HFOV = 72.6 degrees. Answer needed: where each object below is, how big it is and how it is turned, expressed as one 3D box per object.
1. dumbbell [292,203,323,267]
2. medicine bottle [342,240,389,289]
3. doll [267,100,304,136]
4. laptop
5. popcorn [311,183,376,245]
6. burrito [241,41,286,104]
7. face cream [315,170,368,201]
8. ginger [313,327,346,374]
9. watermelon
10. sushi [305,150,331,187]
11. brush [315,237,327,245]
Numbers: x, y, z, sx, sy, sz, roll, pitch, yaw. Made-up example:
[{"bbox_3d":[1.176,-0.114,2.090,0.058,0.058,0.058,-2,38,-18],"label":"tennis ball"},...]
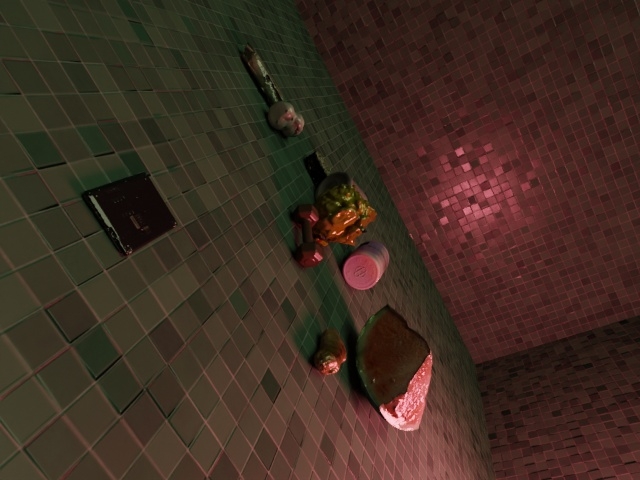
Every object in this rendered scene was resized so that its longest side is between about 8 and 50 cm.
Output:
[{"bbox_3d":[-0.044,-0.018,1.437,0.092,0.082,0.231,45,29,-42],"label":"dumbbell"},{"bbox_3d":[0.190,0.096,1.787,0.152,0.152,0.254,64,19,-3],"label":"medicine bottle"},{"bbox_3d":[-0.128,-0.469,1.702,0.107,0.110,0.180,52,13,29],"label":"doll"},{"bbox_3d":[-0.348,-0.056,0.822,0.129,0.016,0.180,62,19,-13],"label":"laptop"},{"bbox_3d":[0.086,-0.083,1.592,0.225,0.249,0.249,36,12,19],"label":"popcorn"},{"bbox_3d":[-0.217,-0.630,1.726,0.309,0.066,0.096,60,16,-17],"label":"burrito"},{"bbox_3d":[0.086,-0.173,1.796,0.153,0.177,0.177,45,29,-43],"label":"face cream"},{"bbox_3d":[0.028,0.320,1.250,0.095,0.068,0.190,67,19,-10],"label":"ginger"},{"bbox_3d":[0.201,0.423,1.416,0.222,0.319,0.292,-4,26,-39],"label":"watermelon"},{"bbox_3d":[-0.005,-0.304,1.864,0.150,0.078,0.090,64,20,0],"label":"sushi"},{"bbox_3d":[0.000,0.000,1.617,0.083,0.018,0.021,29,31,-59],"label":"brush"}]
